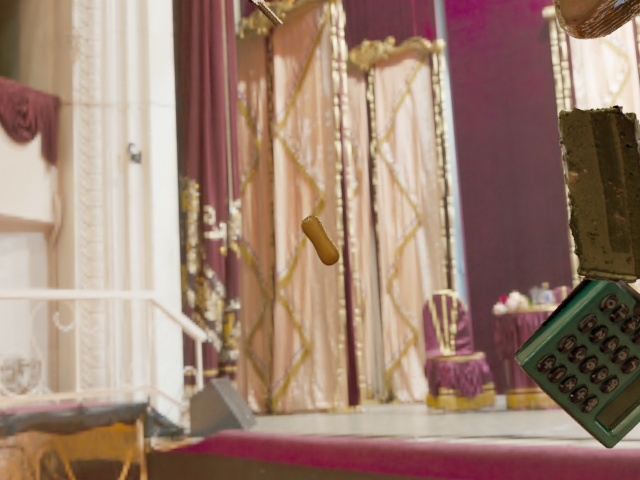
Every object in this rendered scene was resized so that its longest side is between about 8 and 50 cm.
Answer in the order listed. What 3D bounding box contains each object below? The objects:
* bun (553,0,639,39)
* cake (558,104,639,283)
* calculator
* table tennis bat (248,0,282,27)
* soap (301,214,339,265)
[{"bbox_3d":[0.302,-0.303,0.890,0.193,0.128,0.178,-37,-15,-4],"label":"bun"},{"bbox_3d":[0.355,-0.072,1.038,0.100,0.235,0.099,5,35,38],"label":"cake"},{"bbox_3d":[0.509,0.207,1.503,0.274,0.248,0.058,42,6,-14],"label":"calculator"},{"bbox_3d":[-0.136,-0.494,1.742,0.014,0.158,0.095,-44,-3,21],"label":"table tennis bat"},{"bbox_3d":[0.000,0.000,1.378,0.034,0.089,0.012,-30,-8,2],"label":"soap"}]
